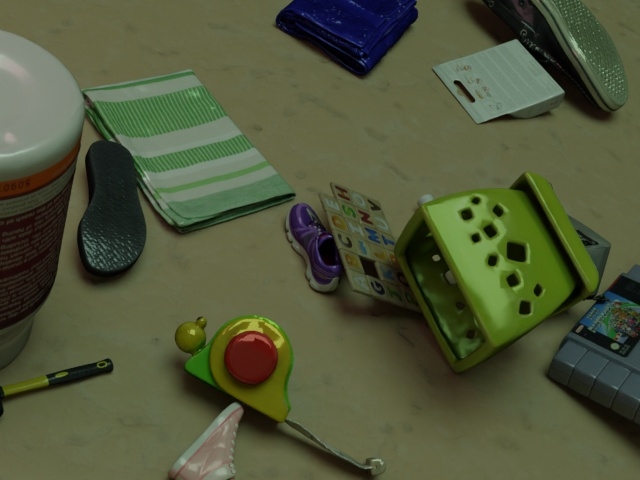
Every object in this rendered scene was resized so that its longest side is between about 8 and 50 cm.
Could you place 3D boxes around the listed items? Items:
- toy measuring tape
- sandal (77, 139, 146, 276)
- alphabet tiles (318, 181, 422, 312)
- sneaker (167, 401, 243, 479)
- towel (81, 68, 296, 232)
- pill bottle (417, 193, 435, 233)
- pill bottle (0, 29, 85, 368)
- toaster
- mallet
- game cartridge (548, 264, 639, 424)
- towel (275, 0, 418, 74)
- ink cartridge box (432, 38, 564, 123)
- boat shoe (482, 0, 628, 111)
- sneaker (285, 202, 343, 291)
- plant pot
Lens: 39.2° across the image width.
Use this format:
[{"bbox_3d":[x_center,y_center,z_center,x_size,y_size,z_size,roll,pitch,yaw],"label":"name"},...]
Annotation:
[{"bbox_3d":[-0.040,0.187,1.197,0.330,0.121,0.121,30,43,-3],"label":"toy measuring tape"},{"bbox_3d":[-0.311,-0.042,1.337,0.097,0.054,0.254,16,43,-24],"label":"sandal"},{"bbox_3d":[0.089,0.009,1.455,0.198,0.009,0.237,19,40,-40],"label":"alphabet tiles"},{"bbox_3d":[-0.124,0.267,1.130,0.070,0.051,0.134,37,47,9],"label":"sneaker"},{"bbox_3d":[-0.225,-0.160,1.501,0.248,0.038,0.325,-20,60,-39],"label":"towel"},{"bbox_3d":[0.201,-0.041,1.584,0.043,0.043,0.083,-3,51,-28],"label":"pill bottle"},{"bbox_3d":[-0.406,-0.025,1.024,0.224,0.392,0.224,13,44,-13],"label":"pill bottle"},{"bbox_3d":[0.381,0.027,1.525,0.185,0.110,0.168,-3,29,-28],"label":"toaster"},{"bbox_3d":[-0.354,0.170,1.127,0.189,0.039,0.062,-18,62,-42],"label":"mallet"},{"bbox_3d":[0.553,0.169,1.497,0.230,0.068,0.355,31,41,25],"label":"game cartridge"},{"bbox_3d":[0.070,-0.489,1.930,0.227,0.076,0.308,33,43,5],"label":"towel"},{"bbox_3d":[0.384,-0.336,1.967,0.232,0.066,0.189,-23,60,-15],"label":"ink cartridge box"},{"bbox_3d":[0.530,-0.490,2.102,0.187,0.156,0.500,-24,74,-45],"label":"boat shoe"},{"bbox_3d":[0.000,0.000,1.429,0.068,0.071,0.170,-5,51,-29],"label":"sneaker"},{"bbox_3d":[0.260,0.040,1.328,0.207,0.227,0.228,-24,77,-12],"label":"plant pot"}]
